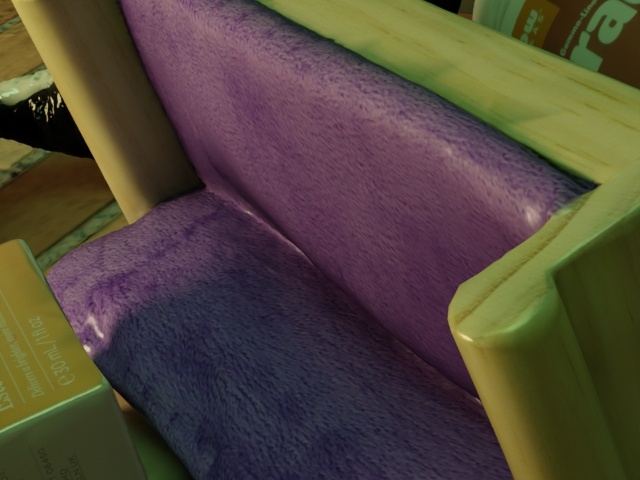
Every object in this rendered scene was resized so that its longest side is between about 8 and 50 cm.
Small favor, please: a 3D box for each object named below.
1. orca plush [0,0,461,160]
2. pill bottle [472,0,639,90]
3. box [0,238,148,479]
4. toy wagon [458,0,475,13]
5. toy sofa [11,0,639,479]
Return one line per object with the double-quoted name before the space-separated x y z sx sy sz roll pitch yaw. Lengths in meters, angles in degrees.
"orca plush" -0.061 -0.071 0.736 0.287 0.151 0.102 -9 61 5
"pill bottle" 0.146 -0.065 0.603 0.121 0.121 0.216 -21 30 -10
"box" -0.154 0.091 0.508 0.170 0.091 0.130 -24 31 -15
"toy wagon" 0.058 -0.281 0.901 0.267 0.068 0.344 2 54 -16
"toy sofa" 0.000 0.000 0.505 0.177 0.150 0.362 -32 34 -14
